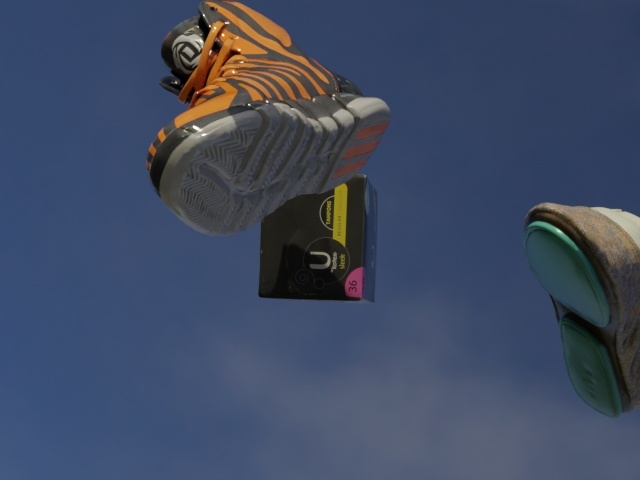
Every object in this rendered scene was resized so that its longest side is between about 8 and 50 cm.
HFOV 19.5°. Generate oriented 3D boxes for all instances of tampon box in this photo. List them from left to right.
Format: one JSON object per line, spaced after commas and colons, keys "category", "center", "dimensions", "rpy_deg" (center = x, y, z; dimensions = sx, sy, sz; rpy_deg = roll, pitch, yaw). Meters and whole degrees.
{"category": "tampon box", "center": [0.000, 0.000, 1.813], "dimensions": [0.161, 0.101, 0.120], "rpy_deg": [24, 67, -84]}

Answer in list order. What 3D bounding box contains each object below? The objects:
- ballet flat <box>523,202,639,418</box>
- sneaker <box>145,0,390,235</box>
{"category": "ballet flat", "center": [0.247, 0.037, 1.610], "dimensions": [0.107, 0.106, 0.316], "rpy_deg": [36, -18, 30]}
{"category": "sneaker", "center": [-0.086, -0.109, 1.554], "dimensions": [0.180, 0.321, 0.124], "rpy_deg": [39, -68, 17]}
